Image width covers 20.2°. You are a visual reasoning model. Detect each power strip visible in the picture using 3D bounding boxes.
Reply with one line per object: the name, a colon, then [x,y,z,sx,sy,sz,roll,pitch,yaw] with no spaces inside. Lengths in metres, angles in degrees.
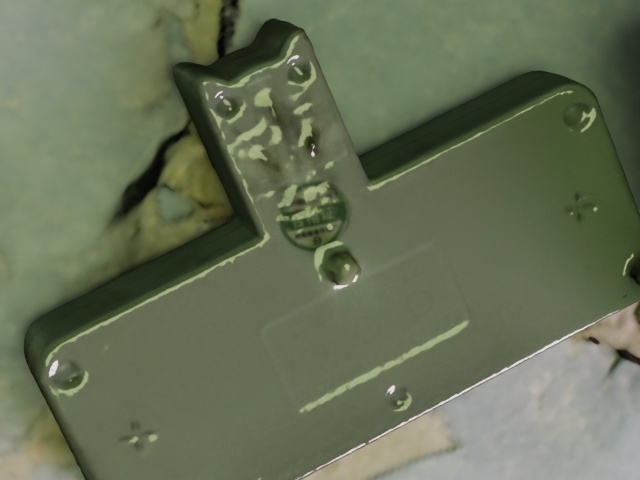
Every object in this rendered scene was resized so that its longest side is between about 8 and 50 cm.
power strip: [0.000,0.000,0.611,0.215,0.061,0.145,-28,108,-11]
